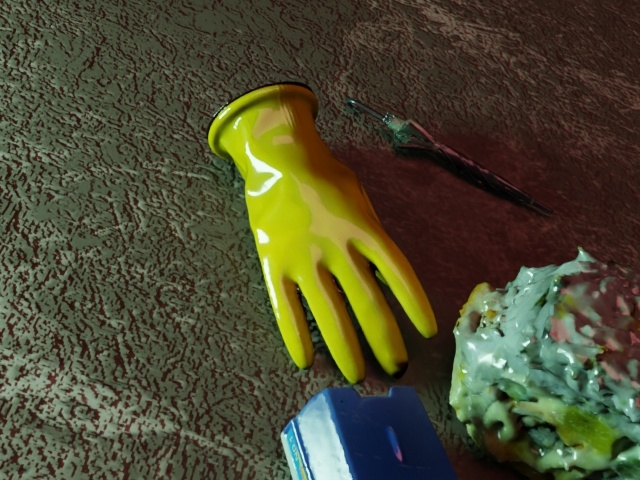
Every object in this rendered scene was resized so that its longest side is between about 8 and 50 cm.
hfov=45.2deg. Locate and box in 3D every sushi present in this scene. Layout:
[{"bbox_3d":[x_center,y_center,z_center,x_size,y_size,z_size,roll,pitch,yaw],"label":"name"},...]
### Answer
[{"bbox_3d":[0.234,0.128,0.623,0.274,0.184,0.139,30,51,6],"label":"sushi"}]

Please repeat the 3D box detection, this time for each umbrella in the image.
[{"bbox_3d":[0.143,-0.096,0.869,0.268,0.044,0.044,29,80,8],"label":"umbrella"}]

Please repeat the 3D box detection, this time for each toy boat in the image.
[{"bbox_3d":[0.067,0.247,0.529,0.129,0.088,0.295,5,44,-31],"label":"toy boat"}]

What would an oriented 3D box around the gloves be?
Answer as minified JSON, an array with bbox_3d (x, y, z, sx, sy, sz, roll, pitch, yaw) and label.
[{"bbox_3d":[-0.001,0.001,0.725,0.133,0.116,0.295,-26,70,-1],"label":"gloves"}]
